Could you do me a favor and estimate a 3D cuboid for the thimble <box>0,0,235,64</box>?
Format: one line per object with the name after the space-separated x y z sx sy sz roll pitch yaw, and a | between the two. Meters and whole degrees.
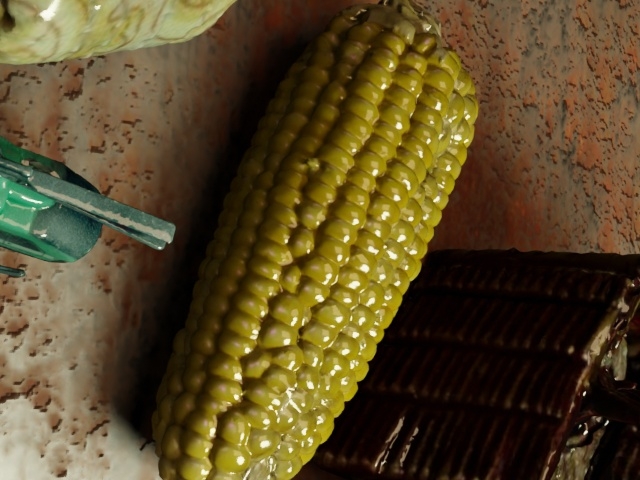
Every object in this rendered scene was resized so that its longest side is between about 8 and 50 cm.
-0.129 -0.183 0.552 0.143 0.137 0.190 -18 92 -42 | thimble

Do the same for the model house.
0.183 0.147 0.766 0.297 0.317 0.282 2 94 -56 | model house

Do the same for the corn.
0.000 0.000 0.688 0.130 0.130 0.347 37 70 -38 | corn

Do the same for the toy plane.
-0.189 -0.036 0.531 0.235 0.096 0.060 22 73 -24 | toy plane
